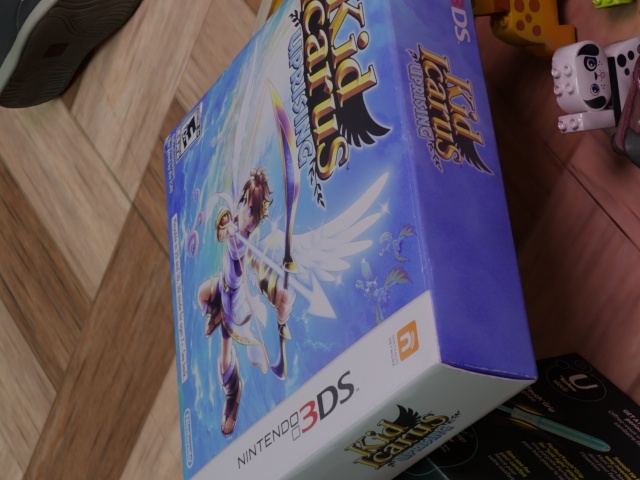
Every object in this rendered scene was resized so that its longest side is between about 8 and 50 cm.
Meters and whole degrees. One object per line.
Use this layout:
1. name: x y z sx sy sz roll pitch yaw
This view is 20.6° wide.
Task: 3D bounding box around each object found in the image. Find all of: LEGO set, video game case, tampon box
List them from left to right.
1. video game case: 0.000 0.000 0.933 0.244 0.061 0.269 -42 45 45
2. LEGO set: 0.106 -0.159 0.952 0.087 0.093 0.227 -5 93 58
3. tampon box: 0.107 0.145 0.960 0.120 0.161 0.101 44 129 40

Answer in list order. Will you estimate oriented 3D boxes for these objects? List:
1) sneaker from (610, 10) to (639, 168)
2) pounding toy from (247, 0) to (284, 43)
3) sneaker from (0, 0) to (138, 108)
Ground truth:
1. sneaker: 0.168 -0.126 0.879 0.281 0.106 0.162 58 140 26
2. pounding toy: 0.015 -0.118 1.075 0.130 0.100 0.141 48 131 36
3. sneaker: -0.218 -0.202 1.372 0.222 0.083 0.118 -38 67 50
